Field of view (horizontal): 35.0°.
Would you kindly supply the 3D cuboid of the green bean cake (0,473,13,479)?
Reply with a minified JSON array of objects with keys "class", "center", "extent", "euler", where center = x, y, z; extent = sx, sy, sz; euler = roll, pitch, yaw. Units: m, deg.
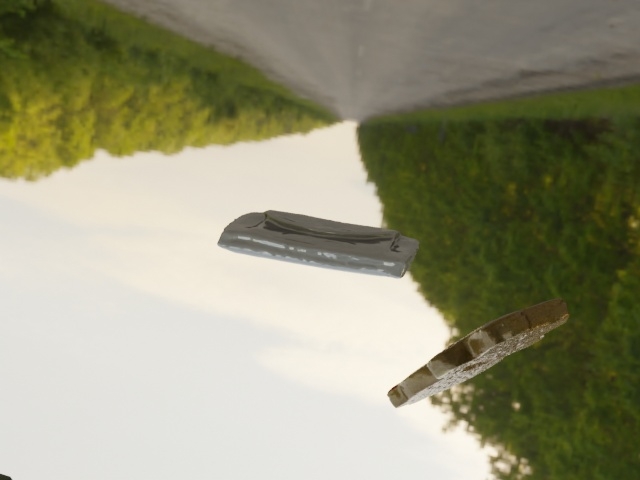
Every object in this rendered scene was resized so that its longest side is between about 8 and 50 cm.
[{"class":"green bean cake","center":[-0.141,0.188,0.468],"extent":[0.200,0.113,0.214],"euler":[20,150,25]}]

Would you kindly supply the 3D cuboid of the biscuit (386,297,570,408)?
[{"class":"biscuit","center":[0.166,0.122,1.103],"extent":[0.166,0.036,0.225],"euler":[-15,161,-36]}]

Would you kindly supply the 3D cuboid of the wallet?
[{"class":"wallet","center":[0.000,0.000,0.967],"extent":[0.182,0.032,0.124],"euler":[11,-165,10]}]
